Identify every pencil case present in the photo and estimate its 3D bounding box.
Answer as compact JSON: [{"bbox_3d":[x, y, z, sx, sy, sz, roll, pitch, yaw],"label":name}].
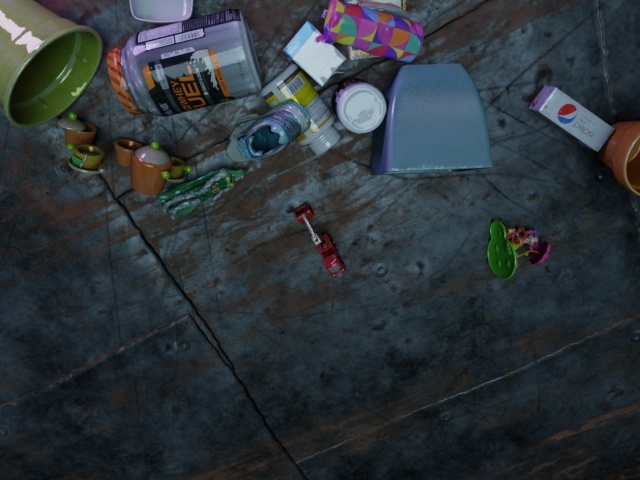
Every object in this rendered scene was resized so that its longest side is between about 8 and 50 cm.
[{"bbox_3d":[0.116,-0.478,1.140,0.237,0.104,0.104,7,112,-16],"label":"pencil case"}]

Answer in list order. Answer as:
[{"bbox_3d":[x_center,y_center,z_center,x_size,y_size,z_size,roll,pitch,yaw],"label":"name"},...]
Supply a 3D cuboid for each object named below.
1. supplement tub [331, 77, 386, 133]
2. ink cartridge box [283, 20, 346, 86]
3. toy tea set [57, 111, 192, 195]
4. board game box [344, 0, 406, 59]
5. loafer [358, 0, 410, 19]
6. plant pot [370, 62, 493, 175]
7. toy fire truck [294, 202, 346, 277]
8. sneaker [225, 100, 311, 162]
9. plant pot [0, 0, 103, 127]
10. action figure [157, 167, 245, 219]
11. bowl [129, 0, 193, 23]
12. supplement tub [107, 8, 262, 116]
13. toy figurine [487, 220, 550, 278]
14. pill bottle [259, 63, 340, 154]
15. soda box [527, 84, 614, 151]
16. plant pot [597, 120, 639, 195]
[{"bbox_3d":[0.089,-0.333,1.213,0.117,0.190,0.116,-2,113,-5],"label":"supplement tub"},{"bbox_3d":[-0.009,-0.448,1.211,0.143,0.092,0.090,40,104,-17],"label":"ink cartridge box"},{"bbox_3d":[-0.486,-0.230,1.212,0.336,0.200,0.124,19,117,-6],"label":"toy tea set"},{"bbox_3d":[0.133,-0.547,1.206,0.147,0.045,0.193,-6,113,-2],"label":"board game box"},{"bbox_3d":[0.149,-0.542,1.162,0.125,0.045,0.039,5,74,-8],"label":"loafer"},{"bbox_3d":[0.259,-0.293,1.223,0.248,0.247,0.252,-3,96,-3],"label":"plant pot"},{"bbox_3d":[0.000,0.000,1.375,0.047,0.192,0.135,-32,140,10],"label":"toy fire truck"},{"bbox_3d":[-0.158,-0.249,1.211,0.283,0.122,0.110,-16,120,45],"label":"sneaker"},{"bbox_3d":[-0.680,-0.437,1.094,0.254,0.276,0.276,40,105,-6],"label":"plant pot"},{"bbox_3d":[-0.307,-0.133,1.319,0.232,0.137,0.063,-27,68,2],"label":"action figure"},{"bbox_3d":[-0.360,-0.565,1.141,0.142,0.053,0.142,-1,92,-4],"label":"bowl"},{"bbox_3d":[-0.308,-0.403,1.152,0.316,0.193,0.193,-14,113,2],"label":"supplement tub"},{"bbox_3d":[0.594,0.016,1.461,0.159,0.130,0.173,-9,89,-15],"label":"toy figurine"},{"bbox_3d":[-0.045,-0.323,1.247,0.117,0.117,0.215,-36,111,10],"label":"pill bottle"},{"bbox_3d":[0.669,-0.326,1.328,0.216,0.069,0.073,27,107,-15],"label":"soda box"},{"bbox_3d":[0.848,-0.236,1.315,0.205,0.188,0.205,-1,113,-3],"label":"plant pot"}]
